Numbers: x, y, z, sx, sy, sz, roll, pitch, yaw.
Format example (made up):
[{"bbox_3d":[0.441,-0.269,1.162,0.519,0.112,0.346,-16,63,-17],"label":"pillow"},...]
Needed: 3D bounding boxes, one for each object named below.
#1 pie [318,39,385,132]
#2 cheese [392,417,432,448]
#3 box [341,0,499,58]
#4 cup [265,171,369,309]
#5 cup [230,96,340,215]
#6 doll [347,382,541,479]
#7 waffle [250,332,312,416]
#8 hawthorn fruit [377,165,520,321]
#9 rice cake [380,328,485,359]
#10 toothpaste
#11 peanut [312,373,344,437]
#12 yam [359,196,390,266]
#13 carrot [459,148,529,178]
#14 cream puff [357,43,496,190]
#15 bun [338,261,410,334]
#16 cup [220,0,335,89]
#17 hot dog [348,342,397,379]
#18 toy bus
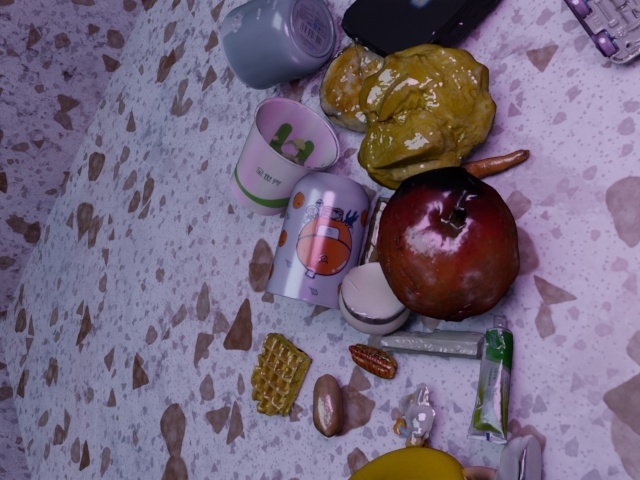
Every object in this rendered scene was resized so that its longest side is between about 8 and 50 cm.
[{"bbox_3d":[0.136,-0.452,1.478,0.339,0.077,0.339,-14,65,34],"label":"pie"},{"bbox_3d":[0.201,0.429,1.183,0.111,0.017,0.047,31,97,46],"label":"cheese"},{"bbox_3d":[0.254,-0.598,1.345,0.359,0.091,0.350,-43,47,4],"label":"box"},{"bbox_3d":[0.000,0.000,1.377,0.212,0.212,0.317,6,81,45],"label":"cup"},{"bbox_3d":[-0.116,-0.217,1.524,0.274,0.253,0.253,-50,46,43],"label":"cup"},{"bbox_3d":[0.226,0.481,1.046,0.423,0.161,0.348,18,74,44],"label":"doll"},{"bbox_3d":[-0.124,0.378,1.493,0.160,0.055,0.211,30,100,45],"label":"waffle"},{"bbox_3d":[0.248,0.002,1.085,0.316,0.316,0.316,-16,67,41],"label":"hawthorn fruit"},{"bbox_3d":[0.241,0.221,1.185,0.256,0.052,0.057,-5,43,44],"label":"rice cake"},{"bbox_3d":[0.332,0.260,1.046,0.078,0.047,0.248,-5,57,36],"label":"toothpaste"},{"bbox_3d":[0.018,0.403,1.332,0.076,0.076,0.152,-25,56,37],"label":"peanut"},{"bbox_3d":[0.135,0.006,1.351,0.057,0.057,0.241,14,86,46],"label":"yam"},{"bbox_3d":[0.359,-0.161,1.189,0.191,0.047,0.047,-16,67,40],"label":"carrot"},{"bbox_3d":[0.199,-0.265,1.178,0.323,0.274,0.270,-18,22,45],"label":"cream puff"},{"bbox_3d":[0.128,0.142,1.264,0.173,0.120,0.173,-2,56,3],"label":"bun"},{"bbox_3d":[-0.092,-0.647,1.671,0.274,0.259,0.356,2,48,44],"label":"cup"},{"bbox_3d":[0.121,0.282,1.291,0.144,0.038,0.062,18,91,46],"label":"hot dog"},{"bbox_3d":[0.539,-0.443,0.995,0.142,0.202,0.142,-35,23,31],"label":"toy bus"}]
